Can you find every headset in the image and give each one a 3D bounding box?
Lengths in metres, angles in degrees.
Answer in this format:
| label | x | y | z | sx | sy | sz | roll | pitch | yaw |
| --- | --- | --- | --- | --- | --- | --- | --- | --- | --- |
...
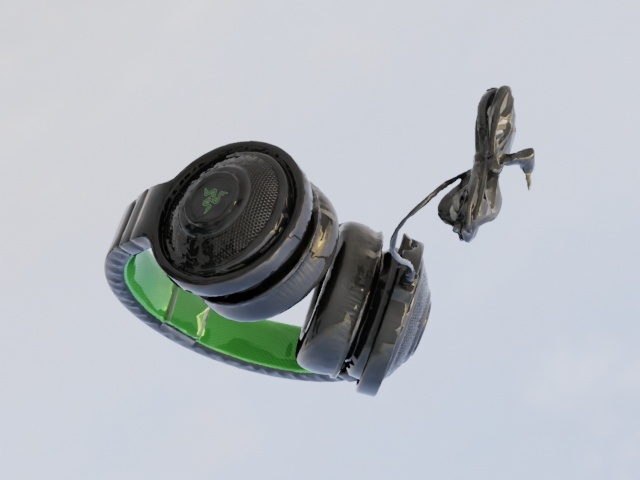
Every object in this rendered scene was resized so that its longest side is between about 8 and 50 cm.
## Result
| label | x | y | z | sx | sy | sz | roll | pitch | yaw |
| --- | --- | --- | --- | --- | --- | --- | --- | --- | --- |
| headset | 0.000 | 0.000 | 1.367 | 0.394 | 0.243 | 0.185 | -18 | -133 | 51 |
